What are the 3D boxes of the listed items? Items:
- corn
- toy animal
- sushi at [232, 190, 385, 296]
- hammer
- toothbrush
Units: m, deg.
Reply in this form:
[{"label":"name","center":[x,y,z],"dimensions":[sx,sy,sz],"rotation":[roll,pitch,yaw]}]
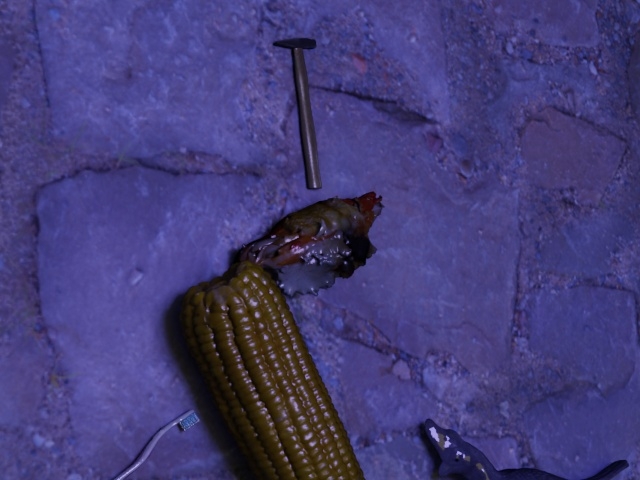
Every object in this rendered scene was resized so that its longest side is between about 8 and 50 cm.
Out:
[{"label":"corn","center":[-0.048,0.194,1.459],"dimensions":[0.131,0.131,0.344],"rotation":[-33,101,-34]},{"label":"toy animal","center":[0.289,0.367,1.684],"dimensions":[0.367,0.081,0.205],"rotation":[16,62,-31]},{"label":"sushi","center":[0.002,0.003,1.541],"dimensions":[0.226,0.097,0.103],"rotation":[-32,100,-32]},{"label":"hammer","center":[-0.022,-0.163,1.605],"dimensions":[0.062,0.013,0.198],"rotation":[-3,84,-35]},{"label":"toothbrush","center":[-0.213,0.251,1.403],"dimensions":[0.204,0.017,0.022],"rotation":[-37,84,-34]}]
